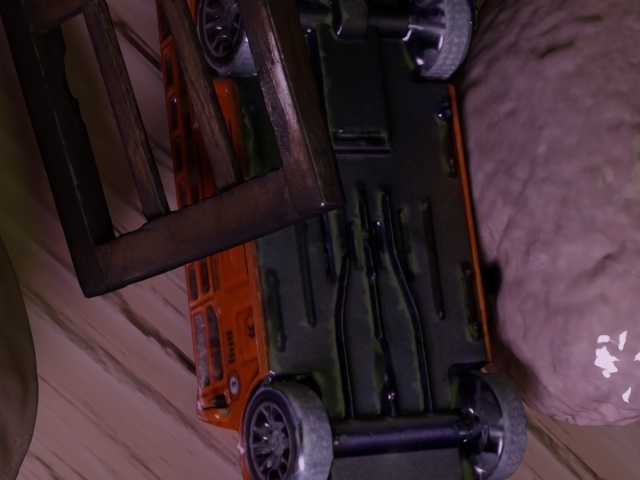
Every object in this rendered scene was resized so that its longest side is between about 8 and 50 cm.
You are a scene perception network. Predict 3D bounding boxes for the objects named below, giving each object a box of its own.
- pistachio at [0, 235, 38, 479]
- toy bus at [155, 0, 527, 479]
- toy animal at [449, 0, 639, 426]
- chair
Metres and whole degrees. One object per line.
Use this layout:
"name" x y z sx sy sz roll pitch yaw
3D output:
"pistachio" -0.213 0.023 0.843 0.153 0.138 0.238 -23 92 -26
"toy bus" 0.000 0.000 0.992 0.143 0.153 0.329 -2 78 -30
"toy animal" 0.153 -0.052 1.075 0.188 0.226 0.358 20 62 -10
"chair" -0.176 -0.186 0.860 0.240 0.203 0.416 -3 76 -50
